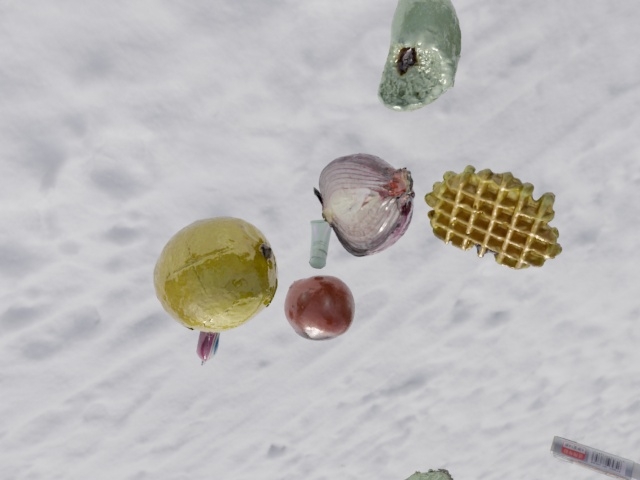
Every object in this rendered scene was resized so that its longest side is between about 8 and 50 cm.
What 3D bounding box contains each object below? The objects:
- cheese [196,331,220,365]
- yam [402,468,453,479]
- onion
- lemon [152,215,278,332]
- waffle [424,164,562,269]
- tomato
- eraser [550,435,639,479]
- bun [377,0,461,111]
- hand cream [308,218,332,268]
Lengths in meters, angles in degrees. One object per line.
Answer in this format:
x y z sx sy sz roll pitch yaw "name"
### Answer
-0.345 0.313 1.568 0.062 0.155 0.244 10 146 -13 "cheese"
0.251 0.603 1.001 0.195 0.195 0.300 -36 105 0 "yam"
0.158 -0.111 1.295 0.159 0.349 0.266 -24 96 -36 "onion"
-0.250 0.084 1.248 0.297 0.297 0.296 -15 129 -19 "lemon"
0.367 -0.039 1.115 0.283 0.310 0.065 52 59 -14 "waffle"
-0.002 0.199 1.490 0.208 0.184 0.208 -5 167 -1 "tomato"
0.409 0.326 0.762 0.052 0.122 0.029 51 56 -54 "eraser"
0.175 -0.318 0.877 0.212 0.127 0.203 68 36 -78 "bun"
0.000 0.000 1.523 0.078 0.204 0.049 -7 129 10 "hand cream"
